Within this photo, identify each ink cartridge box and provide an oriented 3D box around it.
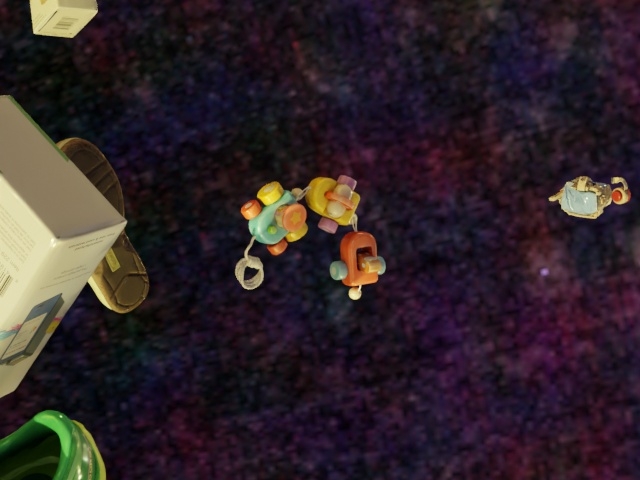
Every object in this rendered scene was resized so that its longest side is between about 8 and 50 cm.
[{"bbox_3d":[-0.277,0.013,1.252,0.154,0.212,0.093,45,29,15],"label":"ink cartridge box"}]

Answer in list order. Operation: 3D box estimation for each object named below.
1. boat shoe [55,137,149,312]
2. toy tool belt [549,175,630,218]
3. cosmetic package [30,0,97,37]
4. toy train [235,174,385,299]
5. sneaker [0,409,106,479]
[{"bbox_3d":[-0.224,-0.017,1.467,0.068,0.072,0.190,-33,128,-29],"label":"boat shoe"},{"bbox_3d":[0.311,-0.050,1.808,0.051,0.083,0.052,-13,102,-43],"label":"toy tool belt"},{"bbox_3d":[-0.238,-0.249,1.416,0.041,0.060,0.115,1,70,-33],"label":"cosmetic package"},{"bbox_3d":[0.000,0.000,1.511,0.166,0.046,0.125,-2,96,-34],"label":"toy train"},{"bbox_3d":[-0.292,0.234,1.191,0.295,0.109,0.123,-45,153,-28],"label":"sneaker"}]
